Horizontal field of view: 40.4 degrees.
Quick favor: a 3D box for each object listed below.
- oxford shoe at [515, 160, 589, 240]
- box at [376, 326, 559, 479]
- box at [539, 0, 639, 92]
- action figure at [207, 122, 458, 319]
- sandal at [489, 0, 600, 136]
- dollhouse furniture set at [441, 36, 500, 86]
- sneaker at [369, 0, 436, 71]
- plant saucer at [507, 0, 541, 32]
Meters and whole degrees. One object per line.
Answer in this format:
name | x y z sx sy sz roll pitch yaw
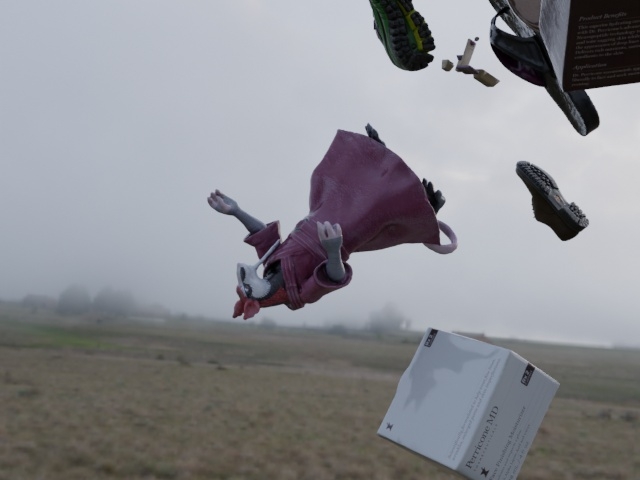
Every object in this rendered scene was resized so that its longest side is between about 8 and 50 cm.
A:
oxford shoe | 0.526 -0.092 2.061 0.083 0.227 0.096 -13 -29 -41
box | 0.206 0.239 1.230 0.119 0.181 0.182 33 -12 -30
box | 0.416 -0.347 1.239 0.169 0.167 0.203 -6 -42 4
action figure | 0.000 0.000 1.387 0.248 0.370 0.275 38 -11 41
sandal | 0.489 -0.425 2.032 0.107 0.445 0.167 -31 -16 4
dollhouse furniture set | 0.343 -0.396 1.924 0.114 0.081 0.091 23 -6 -37
sneaker | 0.165 -0.578 2.146 0.134 0.343 0.146 -20 11 -15
plant saucer | 0.412 -0.472 1.618 0.199 0.198 0.036 7 -8 -24
